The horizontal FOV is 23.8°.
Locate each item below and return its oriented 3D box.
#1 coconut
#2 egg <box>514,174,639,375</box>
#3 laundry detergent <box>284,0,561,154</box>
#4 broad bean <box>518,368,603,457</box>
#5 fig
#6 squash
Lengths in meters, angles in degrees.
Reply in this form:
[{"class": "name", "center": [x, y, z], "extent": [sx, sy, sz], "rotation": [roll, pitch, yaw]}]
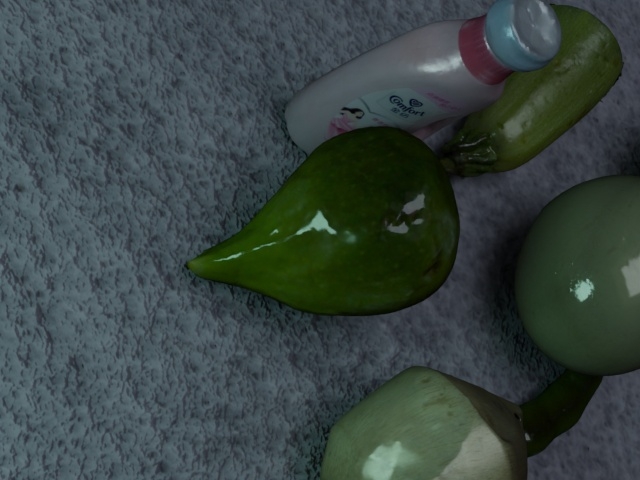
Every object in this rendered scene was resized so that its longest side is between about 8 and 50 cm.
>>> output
[{"class": "coconut", "center": [0.118, 0.234, 1.551], "extent": [0.224, 0.224, 0.224], "rotation": [13, 68, -35]}, {"class": "egg", "center": [0.340, 0.037, 1.771], "extent": [0.219, 0.219, 0.269], "rotation": [49, 46, -15]}, {"class": "laundry detergent", "center": [0.110, -0.164, 1.578], "extent": [0.159, 0.335, 0.088], "rotation": [11, 69, -36]}, {"class": "broad bean", "center": [0.274, 0.194, 1.781], "extent": [0.254, 0.046, 0.065], "rotation": [-38, 93, -41]}, {"class": "fig", "center": [0.000, 0.000, 1.553], "extent": [0.275, 0.206, 0.206], "rotation": [-14, 84, -19]}, {"class": "squash", "center": [0.241, -0.146, 1.839], "extent": [0.137, 0.137, 0.287], "rotation": [48, 64, -16]}]
